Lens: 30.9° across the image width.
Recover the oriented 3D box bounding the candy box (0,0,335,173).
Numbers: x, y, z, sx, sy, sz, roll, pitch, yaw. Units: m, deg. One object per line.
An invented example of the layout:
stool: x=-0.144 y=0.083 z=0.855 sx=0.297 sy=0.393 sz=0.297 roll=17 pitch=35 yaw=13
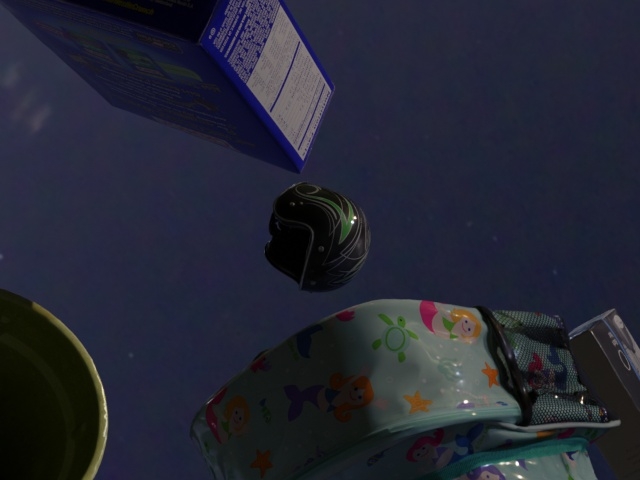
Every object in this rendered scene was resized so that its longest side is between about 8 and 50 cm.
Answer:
candy box: x=-0.155 y=-0.210 z=1.188 sx=0.268 sy=0.317 sz=0.122 roll=21 pitch=-102 yaw=21

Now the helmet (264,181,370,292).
helmet: x=0.000 y=0.000 z=1.848 sx=0.161 sy=0.169 sz=0.169 roll=38 pitch=-104 yaw=21

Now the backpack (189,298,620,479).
backpack: x=0.050 y=0.143 z=0.767 sx=0.225 sy=0.253 sz=0.191 roll=-40 pitch=-127 yaw=32

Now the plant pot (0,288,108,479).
plant pot: x=-0.395 y=0.226 z=1.216 sx=0.254 sy=0.276 sz=0.276 roll=-49 pitch=-156 yaw=45

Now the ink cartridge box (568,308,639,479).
ink cartridge box: x=0.355 y=0.236 z=1.206 sx=0.065 sy=0.165 sz=0.333 roll=-32 pitch=-97 yaw=22
